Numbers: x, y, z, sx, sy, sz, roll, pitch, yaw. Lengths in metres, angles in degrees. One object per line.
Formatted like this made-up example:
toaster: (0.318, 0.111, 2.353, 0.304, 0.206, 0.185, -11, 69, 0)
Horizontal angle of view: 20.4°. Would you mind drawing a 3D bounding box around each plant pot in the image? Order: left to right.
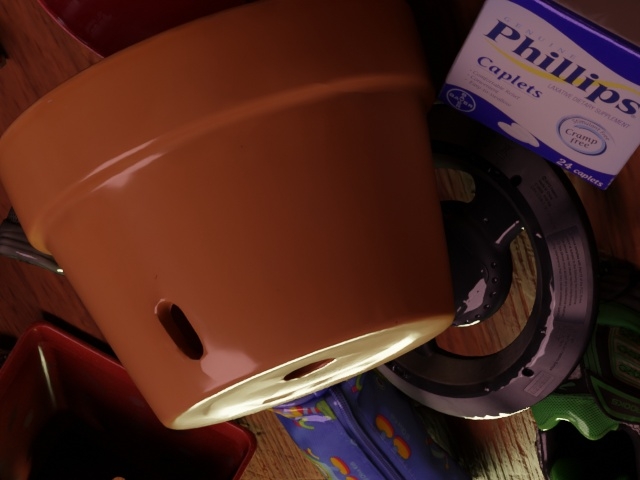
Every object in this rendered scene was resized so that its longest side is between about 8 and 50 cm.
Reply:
plant pot: (-0.243, 0.284, 1.861, 0.267, 0.267, 0.236, 28, 162, 6)
plant pot: (-0.040, -0.007, 1.143, 0.291, 0.291, 0.203, -41, 68, 58)

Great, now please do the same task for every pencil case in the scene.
pencil case: (0.052, 0.185, 1.565, 0.306, 0.119, 0.133, 55, 171, -35)

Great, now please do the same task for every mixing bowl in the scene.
mixing bowl: (-0.103, -0.197, 1.169, 0.181, 0.098, 0.181, 23, 148, 15)

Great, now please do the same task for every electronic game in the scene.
electronic game: (0.096, 0.016, 1.262, 0.229, 0.048, 0.229, 13, 111, 37)

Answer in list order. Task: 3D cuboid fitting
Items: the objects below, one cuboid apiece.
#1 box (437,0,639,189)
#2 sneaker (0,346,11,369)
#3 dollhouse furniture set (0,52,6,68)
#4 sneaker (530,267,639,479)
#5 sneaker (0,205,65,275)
box: (0.155, -0.116, 1.087, 0.126, 0.072, 0.137, 29, 149, 3)
sneaker: (-0.362, 0.166, 1.968, 0.086, 0.064, 0.192, 24, 149, 26)
dollhouse furniture set: (-0.346, -0.214, 1.368, 0.262, 0.135, 0.259, 11, 133, 29)
sneaker: (0.228, 0.178, 1.379, 0.134, 0.146, 0.343, 7, 143, 34)
sneaker: (-0.206, -0.031, 1.530, 0.087, 0.130, 0.227, 19, 176, 10)
